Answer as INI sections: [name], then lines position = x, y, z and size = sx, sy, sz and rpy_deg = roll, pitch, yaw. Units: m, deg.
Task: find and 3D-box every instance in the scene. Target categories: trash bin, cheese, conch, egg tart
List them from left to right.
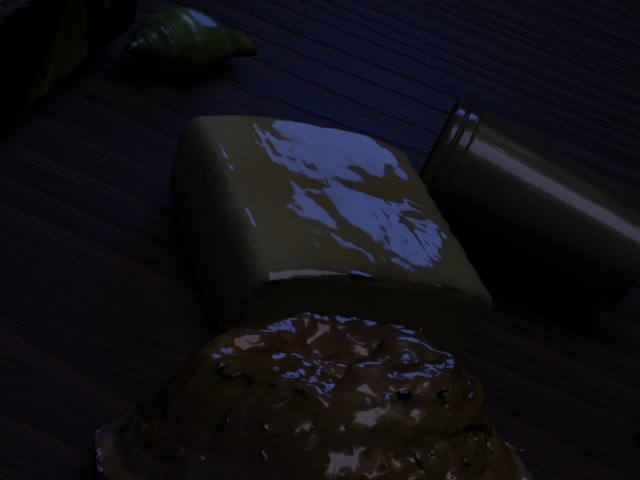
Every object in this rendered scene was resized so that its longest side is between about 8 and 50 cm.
[conch]
position = -0.156, -0.230, 1.687
size = 0.095, 0.079, 0.201
rpy_deg = 21, 11, 20
[cheese]
position = 0.000, 0.000, 1.392
size = 0.243, 0.124, 0.265
rpy_deg = 11, 33, -28
[egg tart]
position = 0.008, 0.143, 1.077
size = 0.352, 0.150, 0.352
rpy_deg = 8, 12, -2
[trash bin]
position = 0.229, -0.044, 1.589
size = 0.247, 0.121, 0.243
rpy_deg = 28, 13, 0

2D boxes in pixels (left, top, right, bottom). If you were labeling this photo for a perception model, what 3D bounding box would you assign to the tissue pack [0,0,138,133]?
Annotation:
[tissue pack]
position = -0.352, -0.283, 1.455
size = 0.264, 0.253, 0.416
rpy_deg = 25, 31, 3
